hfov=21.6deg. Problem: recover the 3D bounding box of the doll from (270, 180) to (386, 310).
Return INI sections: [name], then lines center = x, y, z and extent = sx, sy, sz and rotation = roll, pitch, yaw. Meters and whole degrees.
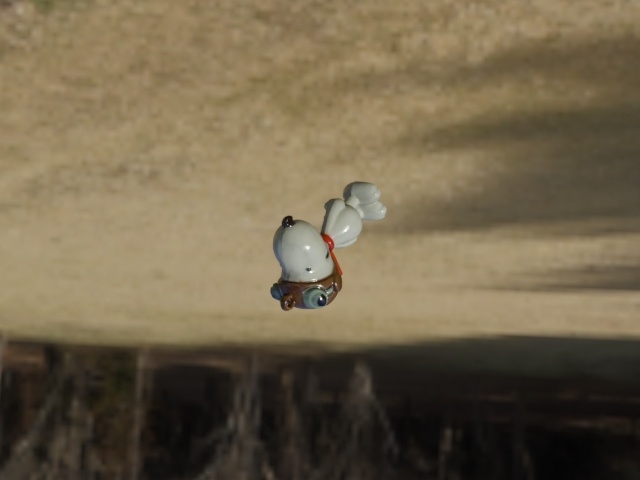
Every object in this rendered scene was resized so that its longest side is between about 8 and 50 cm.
[doll]
center = 0.003, 0.004, 0.948
extent = 0.040, 0.058, 0.085
rotation = 8, -156, 36
